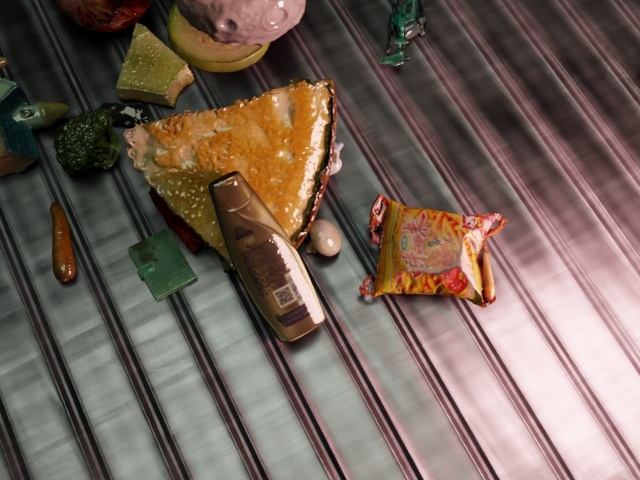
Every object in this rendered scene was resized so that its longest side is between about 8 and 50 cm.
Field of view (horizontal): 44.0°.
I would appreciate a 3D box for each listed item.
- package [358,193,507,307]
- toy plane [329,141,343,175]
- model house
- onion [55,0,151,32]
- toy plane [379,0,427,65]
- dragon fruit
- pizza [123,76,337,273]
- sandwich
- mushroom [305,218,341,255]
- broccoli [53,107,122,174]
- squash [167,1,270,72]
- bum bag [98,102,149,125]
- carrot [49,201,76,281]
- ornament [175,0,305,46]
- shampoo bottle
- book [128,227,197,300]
[{"bbox_3d":[0.236,0.031,1.666,0.288,0.108,0.223,8,72,8],"label":"package"},{"bbox_3d":[-0.077,-0.212,1.743,0.267,0.122,0.266,0,65,-1],"label":"toy plane"},{"bbox_3d":[-0.708,-0.267,1.697,0.325,0.194,0.267,-18,69,-14],"label":"model house"},{"bbox_3d":[-0.510,-0.606,1.831,0.247,0.190,0.246,4,102,19],"label":"onion"},{"bbox_3d":[0.207,-0.516,1.923,0.096,0.060,0.234,8,63,9],"label":"toy plane"},{"bbox_3d":[-0.278,-0.072,1.675,0.092,0.122,0.192,-24,68,-26],"label":"dragon fruit"},{"bbox_3d":[-0.138,-0.104,1.617,0.435,0.080,0.391,-17,103,-6],"label":"pizza"},{"bbox_3d":[-0.374,-0.407,1.845,0.163,0.058,0.192,9,65,-1],"label":"sandwich"},{"bbox_3d":[0.000,0.000,1.689,0.079,0.085,0.085,-35,67,29],"label":"mushroom"},{"bbox_3d":[-0.504,-0.217,1.716,0.138,0.146,0.162,28,77,-33],"label":"broccoli"},{"bbox_3d":[-0.240,-0.516,1.902,0.252,0.049,0.251,2,67,-4],"label":"squash"},{"bbox_3d":[-0.451,-0.286,1.798,0.125,0.034,0.057,6,76,0],"label":"bum bag"},{"bbox_3d":[-0.547,-0.002,1.666,0.047,0.047,0.191,-12,67,-8],"label":"carrot"},{"bbox_3d":[-0.182,-0.596,1.738,0.337,0.337,0.336,1,67,-3],"label":"ornament"},{"bbox_3d":[-0.113,0.030,1.562,0.126,0.084,0.350,-30,104,-9],"label":"shampoo bottle"},{"bbox_3d":[-0.337,0.050,1.669,0.103,0.017,0.135,-28,71,-15],"label":"book"}]
